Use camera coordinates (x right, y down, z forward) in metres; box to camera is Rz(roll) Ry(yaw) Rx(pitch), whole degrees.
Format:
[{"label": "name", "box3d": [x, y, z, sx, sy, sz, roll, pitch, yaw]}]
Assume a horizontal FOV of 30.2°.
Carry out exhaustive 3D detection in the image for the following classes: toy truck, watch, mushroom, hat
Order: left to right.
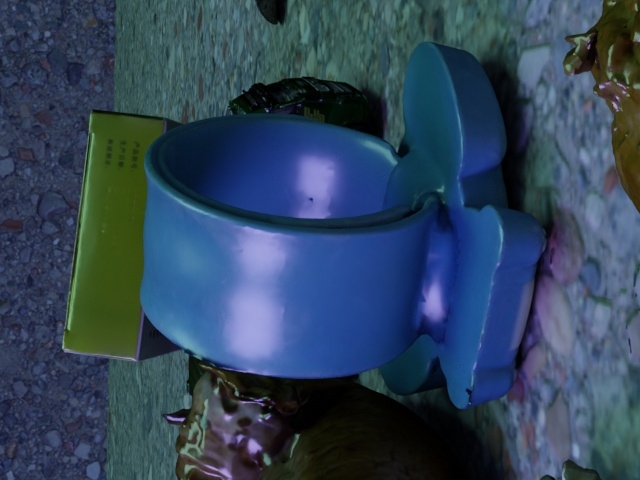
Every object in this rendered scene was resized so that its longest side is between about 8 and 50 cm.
[{"label": "hat", "box3d": [-0.049, -0.251, 1.135, 0.058, 0.042, 0.087, -106, -11, -53]}, {"label": "toy truck", "box3d": [-0.031, 0.009, 0.890, 0.088, 0.121, 0.259, -133, 45, -66]}, {"label": "watch", "box3d": [0.000, 0.000, 0.652, 0.211, 0.193, 0.211, 180, 90, -77]}, {"label": "mushroom", "box3d": [0.001, 0.197, 0.714, 0.297, 0.163, 0.278, -147, 50, -72]}]

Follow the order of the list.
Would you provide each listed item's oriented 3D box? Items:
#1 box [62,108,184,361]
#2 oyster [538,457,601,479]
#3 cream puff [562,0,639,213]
[{"label": "box", "box3d": [-0.123, -0.002, 0.954, 0.260, 0.062, 0.175, 2, -85, -79]}, {"label": "oyster", "box3d": [0.126, 0.138, 0.453, 0.209, 0.072, 0.133, 78, 179, -67]}, {"label": "cream puff", "box3d": [0.135, -0.048, 0.288, 0.144, 0.126, 0.103, 34, 163, 38]}]
